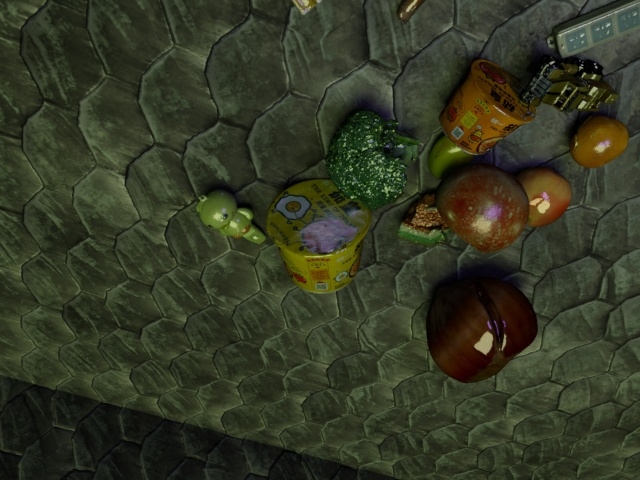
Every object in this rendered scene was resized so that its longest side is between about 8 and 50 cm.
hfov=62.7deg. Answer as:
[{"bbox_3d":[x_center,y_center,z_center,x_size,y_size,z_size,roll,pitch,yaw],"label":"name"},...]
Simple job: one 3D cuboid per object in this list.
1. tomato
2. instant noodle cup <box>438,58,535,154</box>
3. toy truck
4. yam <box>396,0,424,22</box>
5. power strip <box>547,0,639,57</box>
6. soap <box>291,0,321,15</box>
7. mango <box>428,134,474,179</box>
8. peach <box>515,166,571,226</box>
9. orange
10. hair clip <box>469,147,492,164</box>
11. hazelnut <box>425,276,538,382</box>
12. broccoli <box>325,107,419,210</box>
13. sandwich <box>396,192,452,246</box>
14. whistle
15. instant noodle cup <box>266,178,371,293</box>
[{"bbox_3d":[0.462,-0.104,1.487,0.222,0.270,0.270,-43,117,16],"label":"tomato"},{"bbox_3d":[0.433,-0.344,1.401,0.216,0.215,0.172,25,138,-16],"label":"instant noodle cup"},{"bbox_3d":[0.631,-0.383,1.335,0.257,0.127,0.127,-4,139,-31],"label":"toy truck"},{"bbox_3d":[0.276,-0.636,1.256,0.046,0.046,0.264,31,126,-20],"label":"yam"},{"bbox_3d":[0.707,-0.535,1.297,0.272,0.052,0.078,-18,128,20],"label":"power strip"},{"bbox_3d":[-0.079,-0.670,1.181,0.089,0.173,0.274,-22,125,32],"label":"soap"},{"bbox_3d":[0.382,-0.251,1.551,0.117,0.089,0.163,25,130,-23],"label":"mango"},{"bbox_3d":[0.655,-0.135,1.577,0.184,0.184,0.184,3,131,3],"label":"peach"},{"bbox_3d":[0.771,-0.276,1.461,0.155,0.134,0.154,-19,162,-6],"label":"orange"},{"bbox_3d":[0.488,-0.282,1.550,0.066,0.036,0.229,19,124,-17],"label":"hair clip"},{"bbox_3d":[0.555,0.315,1.871,0.359,0.359,0.409,20,122,-11],"label":"hazelnut"},{"bbox_3d":[0.155,-0.232,1.502,0.275,0.308,0.307,-14,133,-15],"label":"broccoli"},{"bbox_3d":[0.332,-0.072,1.691,0.185,0.109,0.159,5,117,30],"label":"sandwich"},{"bbox_3d":[-0.293,-0.061,1.757,0.141,0.141,0.294,-29,123,27],"label":"whistle"},{"bbox_3d":[0.000,0.000,1.682,0.326,0.325,0.254,1,141,5],"label":"instant noodle cup"}]
